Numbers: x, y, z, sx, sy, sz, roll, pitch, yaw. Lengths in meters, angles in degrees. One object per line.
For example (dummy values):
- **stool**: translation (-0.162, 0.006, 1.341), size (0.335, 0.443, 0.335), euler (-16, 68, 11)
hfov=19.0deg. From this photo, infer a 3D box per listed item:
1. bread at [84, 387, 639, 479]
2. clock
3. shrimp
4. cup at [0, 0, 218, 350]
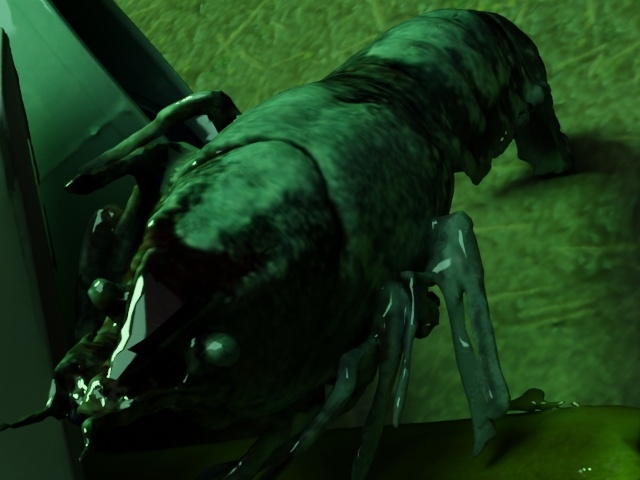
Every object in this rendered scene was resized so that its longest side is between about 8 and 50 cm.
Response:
- **bread**: translation (-0.023, 0.156, 0.804), size (0.384, 0.112, 0.166), euler (-10, 24, 31)
- **clock**: translation (-0.145, 0.021, 0.810), size (0.063, 0.197, 0.150), euler (-10, 19, -5)
- **shrimp**: translation (-0.001, -0.002, 0.804), size (0.221, 0.166, 0.410), euler (20, 44, 20)
- **cup**: translation (-0.222, -0.010, 1.037), size (0.311, 0.257, 0.331), euler (-40, 39, 5)
